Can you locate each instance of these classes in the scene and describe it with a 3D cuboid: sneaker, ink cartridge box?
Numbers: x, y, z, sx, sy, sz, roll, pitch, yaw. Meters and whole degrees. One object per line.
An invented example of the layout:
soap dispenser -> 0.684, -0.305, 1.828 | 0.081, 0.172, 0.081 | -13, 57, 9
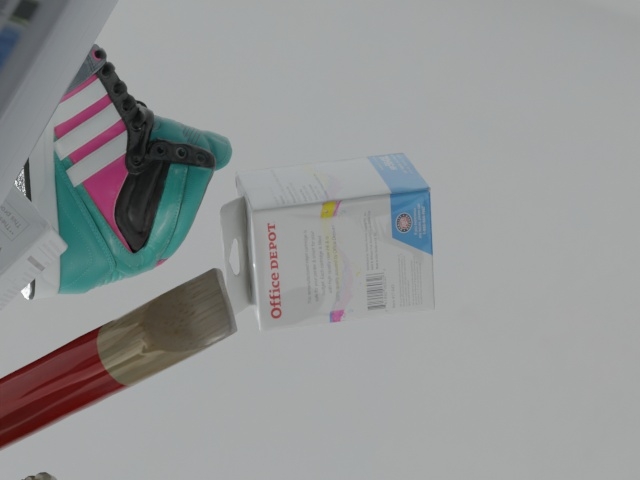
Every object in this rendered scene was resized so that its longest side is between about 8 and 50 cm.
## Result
sneaker -> -0.165, -0.101, 1.570 | 0.178, 0.295, 0.124 | -3, -167, -20
ink cartridge box -> 0.000, 0.000, 1.316 | 0.143, 0.092, 0.090 | -6, -159, -8

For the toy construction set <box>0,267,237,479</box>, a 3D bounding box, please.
toy construction set -> -0.055, 0.132, 0.529 | 0.237, 0.257, 0.309 | -28, -134, 30

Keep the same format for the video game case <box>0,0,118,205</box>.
video game case -> -0.191, -0.159, 0.637 | 0.300, 0.036, 0.329 | 17, -127, 8

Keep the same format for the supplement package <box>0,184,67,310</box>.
supplement package -> -0.247, 0.036, 0.832 | 0.244, 0.139, 0.134 | -44, -90, -7
